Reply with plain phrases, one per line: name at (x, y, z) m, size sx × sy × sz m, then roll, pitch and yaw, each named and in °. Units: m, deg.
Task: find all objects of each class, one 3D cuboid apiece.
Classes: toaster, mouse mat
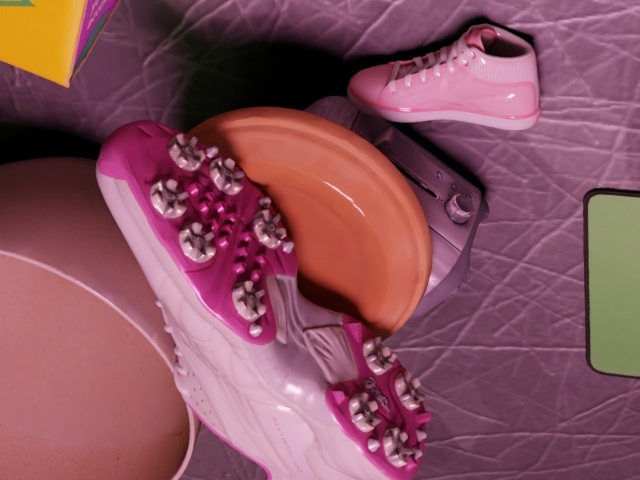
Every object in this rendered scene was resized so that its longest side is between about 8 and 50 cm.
toaster at (0.000, 0.000, 1.412) m, size 0.146 × 0.129 × 0.227 m, roll 43°, pitch 131°, yaw -15°
mouse mat at (0.269, 0.040, 1.432) m, size 0.152 × 0.007 × 0.190 m, roll 6°, pitch 132°, yaw 15°

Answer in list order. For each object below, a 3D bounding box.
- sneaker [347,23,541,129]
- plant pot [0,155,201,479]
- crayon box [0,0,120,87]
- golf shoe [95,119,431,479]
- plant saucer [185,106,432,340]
sneaker at (0.085, -0.118, 1.323) m, size 0.134 × 0.051 × 0.070 m, roll 7°, pitch 132°, yaw 10°
plant pot at (-0.201, 0.045, 1.483) m, size 0.284 × 0.191 × 0.284 m, roll 11°, pitch 135°, yaw 11°
crayon box at (-0.209, -0.279, 1.058) m, size 0.313 × 0.363 × 0.106 m, roll 23°, pitch 136°, yaw -1°
golf shoe at (-0.062, 0.060, 1.279) m, size 0.140 × 0.115 × 0.306 m, roll -25°, pitch 111°, yaw 36°
plant saucer at (-0.025, 0.004, 1.318) m, size 0.200 × 0.037 × 0.200 m, roll 10°, pitch 126°, yaw 14°
